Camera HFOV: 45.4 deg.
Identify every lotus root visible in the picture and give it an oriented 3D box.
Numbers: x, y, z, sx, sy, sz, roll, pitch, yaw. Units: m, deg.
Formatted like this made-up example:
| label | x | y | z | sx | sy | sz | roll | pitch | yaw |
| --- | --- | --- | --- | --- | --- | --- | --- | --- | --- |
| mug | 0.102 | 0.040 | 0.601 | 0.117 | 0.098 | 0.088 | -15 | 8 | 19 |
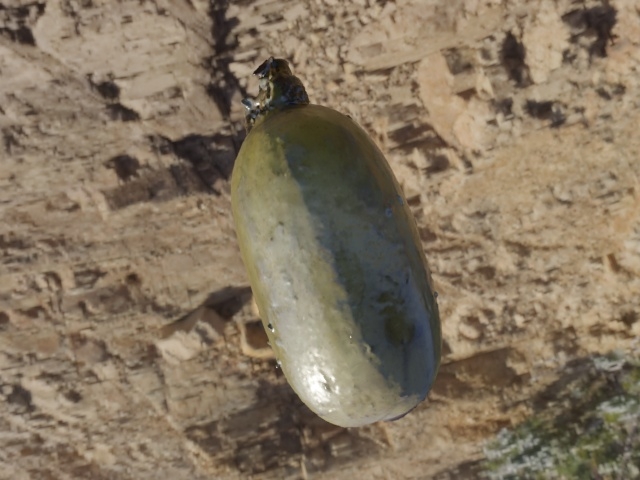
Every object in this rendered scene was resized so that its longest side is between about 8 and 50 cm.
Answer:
| label | x | y | z | sx | sy | sz | roll | pitch | yaw |
| --- | --- | --- | --- | --- | --- | --- | --- | --- | --- |
| lotus root | 0.000 | 0.000 | 0.684 | 0.151 | 0.342 | 0.169 | -21 | -178 | -29 |
